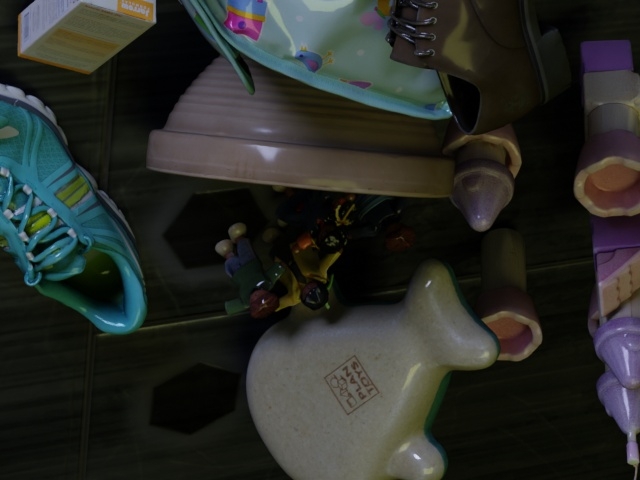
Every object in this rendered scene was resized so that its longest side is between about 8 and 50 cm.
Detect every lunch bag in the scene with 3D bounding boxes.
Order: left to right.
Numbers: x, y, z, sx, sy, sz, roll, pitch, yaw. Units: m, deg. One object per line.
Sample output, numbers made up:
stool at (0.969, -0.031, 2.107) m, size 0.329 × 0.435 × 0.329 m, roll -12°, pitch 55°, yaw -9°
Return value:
lunch bag at (-0.031, -0.205, 1.183) m, size 0.262 × 0.223 × 0.160 m, roll 8°, pitch 119°, yaw -34°

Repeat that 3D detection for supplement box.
supplement box at (-0.169, -0.160, 1.259) m, size 0.062 × 0.036 × 0.098 m, roll 13°, pitch 154°, yaw -35°

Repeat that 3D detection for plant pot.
plant pot at (-0.012, -0.097, 1.332) m, size 0.237 × 0.237 × 0.110 m, roll 3°, pitch 94°, yaw -29°

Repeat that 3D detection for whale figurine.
whale figurine at (0.058, 0.112, 1.539) m, size 0.141 × 0.216 × 0.272 m, roll -22°, pitch 165°, yaw -50°

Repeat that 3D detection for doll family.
doll family at (0.000, 0.000, 1.467) m, size 0.076 × 0.111 × 0.193 m, roll 26°, pitch 114°, yaw -40°

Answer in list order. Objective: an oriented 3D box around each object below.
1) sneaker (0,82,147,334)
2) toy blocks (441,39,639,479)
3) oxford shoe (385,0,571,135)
sneaker at (-0.215, -0.023, 1.339) m, size 0.107 × 0.110 × 0.275 m, roll -37°, pitch 135°, yaw 8°
toy blocks at (0.263, 0.009, 1.436) m, size 0.308 × 0.260 × 0.289 m, roll -5°, pitch 135°, yaw 9°
oxford shoe at (0.080, -0.152, 1.081) m, size 0.096 × 0.083 × 0.227 m, roll -36°, pitch 126°, yaw -9°
